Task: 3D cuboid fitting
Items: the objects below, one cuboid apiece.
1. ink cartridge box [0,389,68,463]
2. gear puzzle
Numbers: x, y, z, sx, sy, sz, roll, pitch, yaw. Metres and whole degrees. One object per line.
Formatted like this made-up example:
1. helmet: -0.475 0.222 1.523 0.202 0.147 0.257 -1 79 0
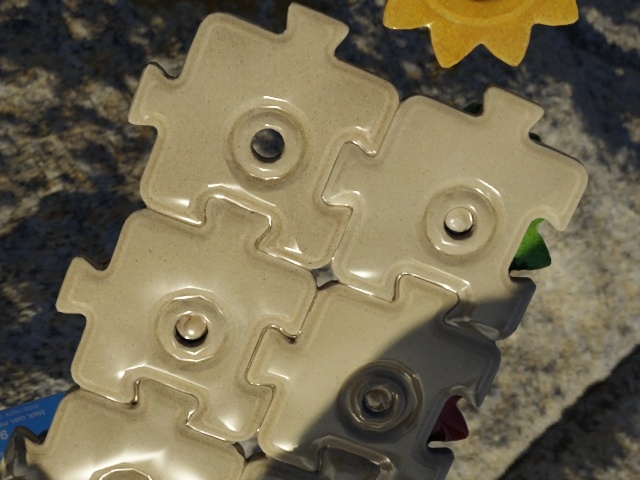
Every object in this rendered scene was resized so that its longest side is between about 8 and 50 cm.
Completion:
1. ink cartridge box: -0.262 0.276 1.062 0.168 0.171 0.233 -17 84 0
2. gear puzzle: 0.000 0.000 0.418 0.175 0.044 0.339 21 104 -7
